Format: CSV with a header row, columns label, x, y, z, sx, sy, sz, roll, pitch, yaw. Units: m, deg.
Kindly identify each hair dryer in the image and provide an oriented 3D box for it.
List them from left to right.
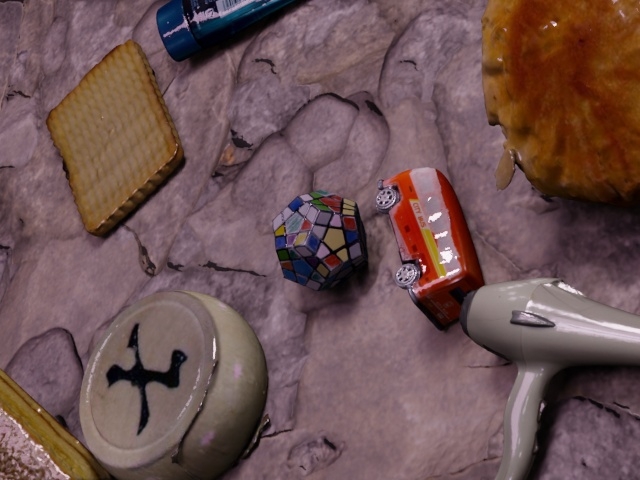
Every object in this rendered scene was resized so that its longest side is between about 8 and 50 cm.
label,x,y,z,sx,sy,sz,roll,pitch,yaw
hair dryer,0.238,0.133,1.492,0.219,0.088,0.225,-15,70,31

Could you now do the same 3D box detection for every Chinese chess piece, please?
label,x,y,z,sx,sy,sz,roll,pitch,yaw
Chinese chess piece,-0.163,0.166,1.805,0.237,0.092,0.238,-20,54,31

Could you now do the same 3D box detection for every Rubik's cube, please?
label,x,y,z,sx,sy,sz,roll,pitch,yaw
Rubik's cube,0.000,0.000,1.753,0.111,0.111,0.093,-40,74,17

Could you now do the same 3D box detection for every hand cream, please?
label,x,y,z,sx,sy,sz,roll,pitch,yaw
hand cream,-0.083,-0.319,2.042,0.270,0.061,0.120,-27,52,21

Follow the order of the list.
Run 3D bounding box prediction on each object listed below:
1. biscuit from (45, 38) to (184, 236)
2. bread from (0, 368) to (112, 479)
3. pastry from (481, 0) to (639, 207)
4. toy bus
label,x,y,z,sx,sy,sz,roll,pitch,yaw
biscuit,-0.267,-0.136,2.116,0.172,0.029,0.254,-41,46,17
bread,-0.377,0.268,1.884,0.234,0.110,0.184,40,100,21
pastry,0.281,-0.183,1.504,0.329,0.136,0.330,11,106,43
toy bus,0.113,0.000,1.669,0.077,0.079,0.174,-27,50,17
